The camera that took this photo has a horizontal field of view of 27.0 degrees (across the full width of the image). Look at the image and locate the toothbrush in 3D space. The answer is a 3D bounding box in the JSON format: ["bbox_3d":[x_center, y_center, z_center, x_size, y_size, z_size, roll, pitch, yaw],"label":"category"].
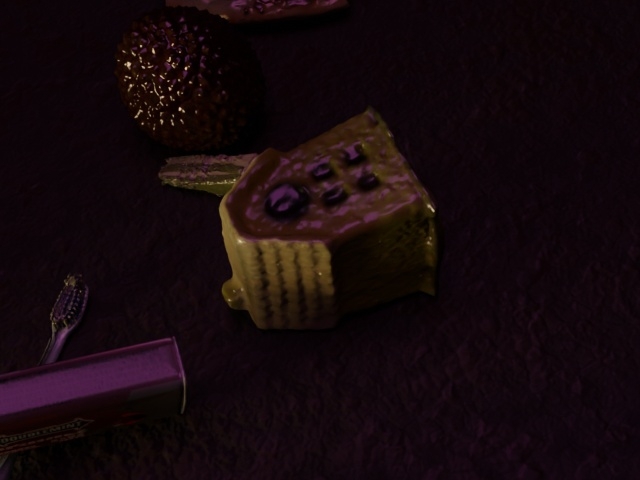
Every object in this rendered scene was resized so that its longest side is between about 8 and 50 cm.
[{"bbox_3d":[-0.338,0.215,1.462,0.035,0.042,0.413,10,59,13],"label":"toothbrush"}]

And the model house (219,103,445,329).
[{"bbox_3d":[0.000,0.000,1.477,0.234,0.193,0.175,-27,59,-12],"label":"model house"}]

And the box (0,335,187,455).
[{"bbox_3d":[-0.257,0.167,1.412,0.224,0.120,0.069,-11,68,-15],"label":"box"}]

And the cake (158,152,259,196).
[{"bbox_3d":[-0.132,-0.078,1.648,0.140,0.055,0.051,2,55,30],"label":"cake"}]

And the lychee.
[{"bbox_3d":[-0.163,-0.209,1.651,0.188,0.188,0.188,-3,55,5],"label":"lychee"}]

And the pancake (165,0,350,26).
[{"bbox_3d":[-0.093,-0.379,1.849,0.266,0.057,0.244,-4,46,-1],"label":"pancake"}]
